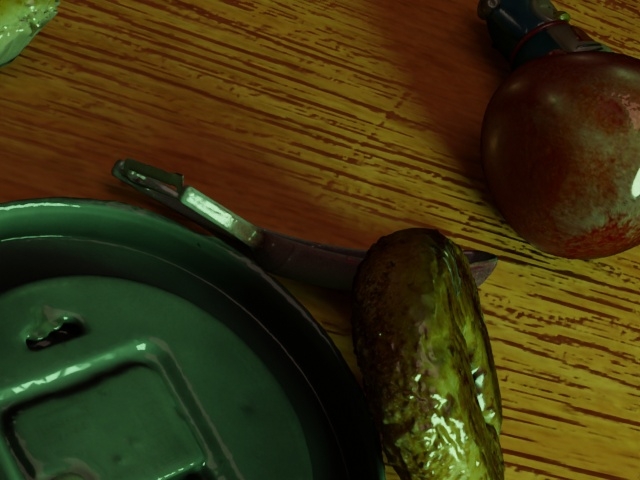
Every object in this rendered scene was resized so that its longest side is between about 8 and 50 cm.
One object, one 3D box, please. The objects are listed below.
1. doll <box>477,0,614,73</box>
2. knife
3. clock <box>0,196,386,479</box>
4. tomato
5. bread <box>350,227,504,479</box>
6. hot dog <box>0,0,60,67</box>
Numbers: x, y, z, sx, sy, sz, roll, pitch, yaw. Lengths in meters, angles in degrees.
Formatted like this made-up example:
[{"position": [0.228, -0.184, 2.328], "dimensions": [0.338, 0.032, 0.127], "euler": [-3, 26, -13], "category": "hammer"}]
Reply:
[{"position": [0.190, -0.151, 1.053], "dimensions": [0.114, 0.085, 0.152], "euler": [13, 39, -48], "category": "doll"}, {"position": [0.000, 0.002, 0.845], "dimensions": [0.278, 0.053, 0.123], "euler": [15, 8, -33], "category": "knife"}, {"position": [-0.114, 0.126, 0.674], "dimensions": [0.325, 0.067, 0.325], "euler": [17, 51, -22], "category": "clock"}, {"position": [0.207, -0.063, 0.939], "dimensions": [0.167, 0.167, 0.167], "euler": [16, 51, -22], "category": "tomato"}, {"position": [0.068, 0.079, 0.775], "dimensions": [0.193, 0.064, 0.193], "euler": [-15, 90, -74], "category": "bread"}, {"position": [-0.278, -0.135, 0.754], "dimensions": [0.144, 0.075, 0.268], "euler": [49, 49, 4], "category": "hot dog"}]
